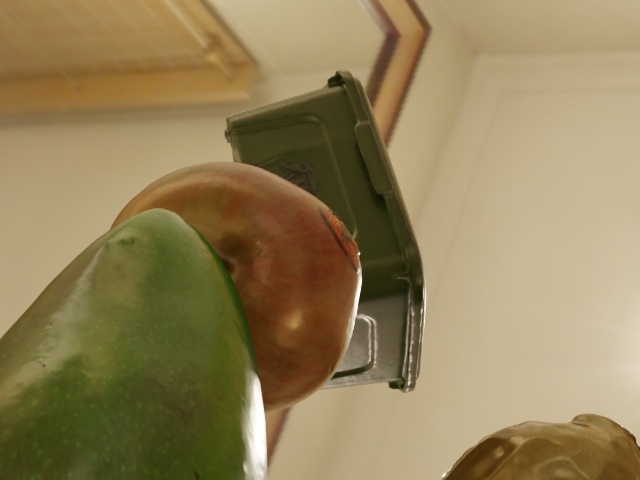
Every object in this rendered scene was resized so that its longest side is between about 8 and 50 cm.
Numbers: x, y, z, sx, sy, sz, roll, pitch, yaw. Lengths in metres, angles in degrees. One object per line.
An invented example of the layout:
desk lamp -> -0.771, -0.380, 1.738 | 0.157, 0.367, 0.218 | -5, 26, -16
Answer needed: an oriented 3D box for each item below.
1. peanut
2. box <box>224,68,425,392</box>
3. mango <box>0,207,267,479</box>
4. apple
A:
peanut -> 0.175, 0.290, 1.208 | 0.340, 0.158, 0.174 | -47, -143, -20
box -> 0.000, 0.000, 1.383 | 0.178, 0.252, 0.328 | -11, -128, -5
mango -> -0.130, 0.144, 0.744 | 0.201, 0.225, 0.381 | -17, -133, 32
apple -> -0.067, 0.037, 0.973 | 0.210, 0.164, 0.209 | -3, -98, 19
